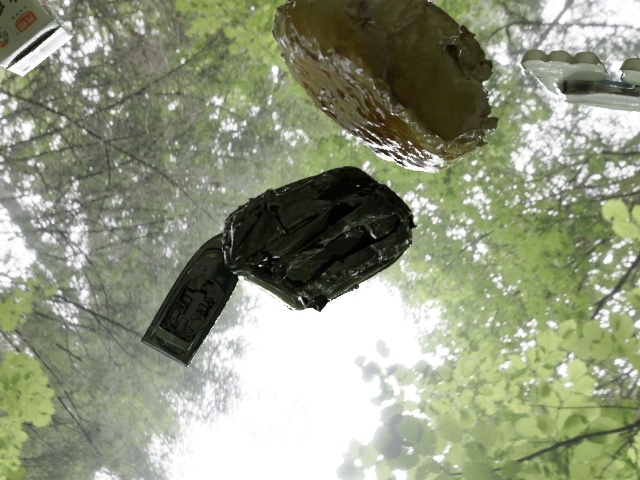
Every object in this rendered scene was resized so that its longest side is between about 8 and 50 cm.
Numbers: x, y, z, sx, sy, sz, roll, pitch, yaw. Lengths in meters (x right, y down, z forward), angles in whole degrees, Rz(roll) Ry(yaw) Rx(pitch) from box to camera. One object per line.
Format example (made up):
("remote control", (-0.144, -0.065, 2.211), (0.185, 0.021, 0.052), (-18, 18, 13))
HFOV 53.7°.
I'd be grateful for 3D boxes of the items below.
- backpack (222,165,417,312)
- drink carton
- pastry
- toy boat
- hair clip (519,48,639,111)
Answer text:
("backpack", (0.000, 0.000, 0.840), (0.258, 0.206, 0.133), (-27, -137, 23))
("drink carton", (-0.593, -0.458, 1.114), (0.130, 0.106, 0.315), (-38, -88, 3))
("pastry", (0.069, -0.181, 0.679), (0.257, 0.236, 0.121), (41, -96, -21))
("toy boat", (-0.201, 0.091, 1.052), (0.093, 0.103, 0.246), (31, -97, -5))
("hair clip", (0.333, -0.158, 0.682), (0.220, 0.140, 0.054), (16, -86, 28))
